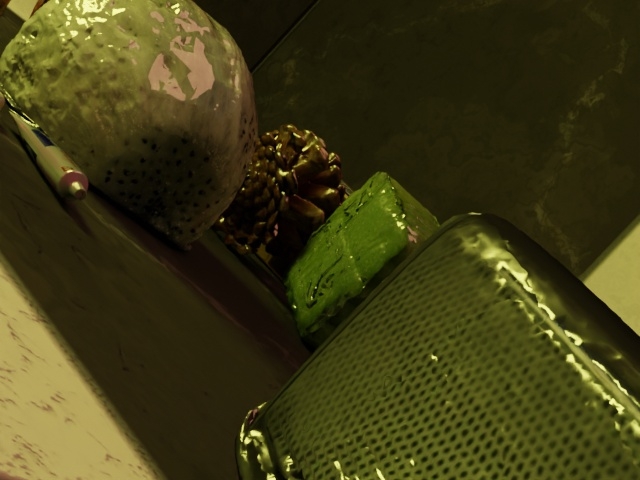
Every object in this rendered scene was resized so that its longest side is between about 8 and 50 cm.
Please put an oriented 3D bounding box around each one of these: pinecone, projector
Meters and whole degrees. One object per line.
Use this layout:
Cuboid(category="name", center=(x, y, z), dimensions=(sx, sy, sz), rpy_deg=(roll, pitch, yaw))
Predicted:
Cuboid(category="pinecone", center=(-0.051, -0.060, 1.825), dimensions=(0.150, 0.179, 0.195), rpy_deg=(44, 29, -2))
Cuboid(category="projector", center=(0.182, 0.228, 0.766), dimensions=(0.395, 0.242, 0.405), rpy_deg=(43, 5, -26))

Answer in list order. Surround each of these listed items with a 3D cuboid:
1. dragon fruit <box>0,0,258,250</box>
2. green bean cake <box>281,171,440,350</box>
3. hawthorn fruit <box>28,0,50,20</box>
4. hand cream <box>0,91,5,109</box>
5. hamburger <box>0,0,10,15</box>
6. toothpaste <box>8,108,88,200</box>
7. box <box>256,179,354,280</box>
Cuboid(category="dragon fruit", center=(-0.164, -0.141, 1.487), dimensions=(0.283, 0.204, 0.221), rpy_deg=(38, 7, -46))
Cuboid(category="green bean cake", center=(0.055, 0.040, 1.686), dimensions=(0.113, 0.200, 0.214), rpy_deg=(38, 16, -23))
Cuboid(category="hawthorn fruit", center=(-0.279, -0.253, 1.793), dimensions=(0.173, 0.173, 0.173), rpy_deg=(43, 4, -4))
Cuboid(category="hand cream", center=(-0.303, -0.123, 1.255), dimensions=(0.035, 0.022, 0.102), rpy_deg=(43, 9, 0))
Cuboid(category="hamburger", center=(-0.409, -0.345, 1.565), dimensions=(0.283, 0.156, 0.144), rpy_deg=(43, 3, 32))
Cuboid(category="toothpaste", center=(-0.242, -0.074, 1.270), dimensions=(0.045, 0.028, 0.170), rpy_deg=(48, -4, -38))
Cuboid(category="box", center=(0.000, 0.000, 1.936), dimensions=(0.240, 0.159, 0.071), rpy_deg=(46, 12, 26))
